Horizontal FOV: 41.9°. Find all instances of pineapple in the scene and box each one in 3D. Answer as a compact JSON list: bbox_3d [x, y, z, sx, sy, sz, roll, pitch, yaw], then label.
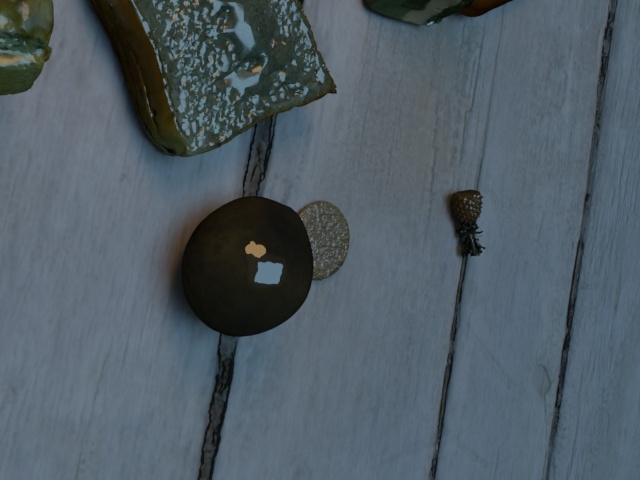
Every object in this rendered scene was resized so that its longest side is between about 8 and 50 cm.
[{"bbox_3d":[0.254,-0.024,1.443,0.058,0.058,0.124,-19,111,-40],"label":"pineapple"}]

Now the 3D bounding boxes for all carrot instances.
[{"bbox_3d":[0.321,-0.444,1.471,0.336,0.069,0.069,-29,112,-44],"label":"carrot"}]

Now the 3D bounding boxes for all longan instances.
[{"bbox_3d":[-0.090,0.031,1.065,0.167,0.168,0.187,49,40,-33],"label":"longan"}]

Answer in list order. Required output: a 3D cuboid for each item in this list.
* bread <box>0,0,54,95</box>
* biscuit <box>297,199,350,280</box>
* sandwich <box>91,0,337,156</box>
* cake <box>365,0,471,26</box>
[{"bbox_3d":[-0.304,-0.218,0.792,0.103,0.110,0.156,-2,95,-37],"label":"bread"},{"bbox_3d":[0.000,0.000,1.235,0.120,0.015,0.120,-3,95,-42],"label":"biscuit"},{"bbox_3d":[-0.135,-0.276,1.034,0.271,0.099,0.301,-35,117,-35],"label":"sandwich"},{"bbox_3d":[0.200,-0.394,1.222,0.158,0.284,0.172,-3,112,-42],"label":"cake"}]
